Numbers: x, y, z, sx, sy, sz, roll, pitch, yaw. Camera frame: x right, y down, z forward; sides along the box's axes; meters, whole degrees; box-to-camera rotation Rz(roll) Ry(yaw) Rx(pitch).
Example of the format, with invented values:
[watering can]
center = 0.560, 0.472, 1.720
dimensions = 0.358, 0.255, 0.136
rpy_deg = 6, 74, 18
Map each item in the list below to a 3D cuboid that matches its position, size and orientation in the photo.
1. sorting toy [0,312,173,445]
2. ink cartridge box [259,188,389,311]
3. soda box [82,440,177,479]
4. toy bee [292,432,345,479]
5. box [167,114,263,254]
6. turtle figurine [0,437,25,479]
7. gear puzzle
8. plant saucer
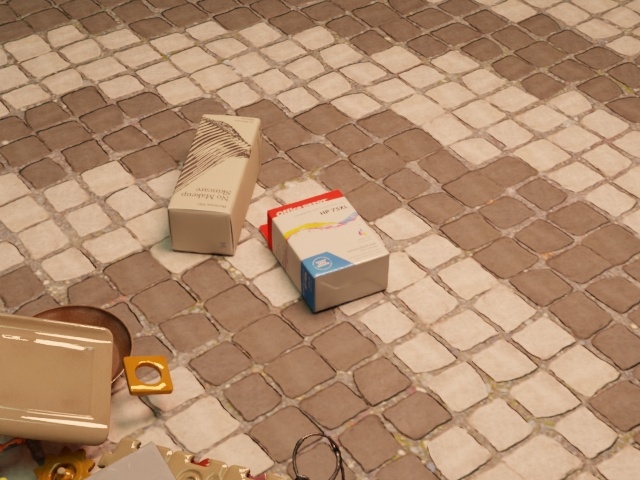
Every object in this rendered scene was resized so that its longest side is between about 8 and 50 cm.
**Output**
[sorting toy]
center = -0.377, 0.195, 1.535
dimensions = 0.348, 0.047, 0.196
rpy_deg = 10, 42, -16
[ink cartridge box]
center = 0.000, 0.000, 1.813
dimensions = 0.134, 0.078, 0.231
rpy_deg = -18, 43, -19
[soda box]
center = -0.296, 0.365, 1.344
dimensions = 0.286, 0.091, 0.098
rpy_deg = -28, 49, -16
[toy bee]
center = 0.070, 0.379, 1.340
dimensions = 0.195, 0.162, 0.298
rpy_deg = -11, 66, -23
[box]
center = -0.175, -0.100, 1.918
dimensions = 0.113, 0.094, 0.275
rpy_deg = 4, 40, 5
[turtle figurine]
center = -0.471, 0.327, 1.418
dimensions = 0.217, 0.087, 0.269
rpy_deg = -5, 16, -4
[gear puzzle]
center = -0.224, 0.346, 1.442
dimensions = 0.339, 0.044, 0.175
rpy_deg = 11, 51, 18
[plant saucer]
center = -0.372, 0.173, 1.646
dimensions = 0.199, 0.036, 0.198
rpy_deg = 0, 41, 0
